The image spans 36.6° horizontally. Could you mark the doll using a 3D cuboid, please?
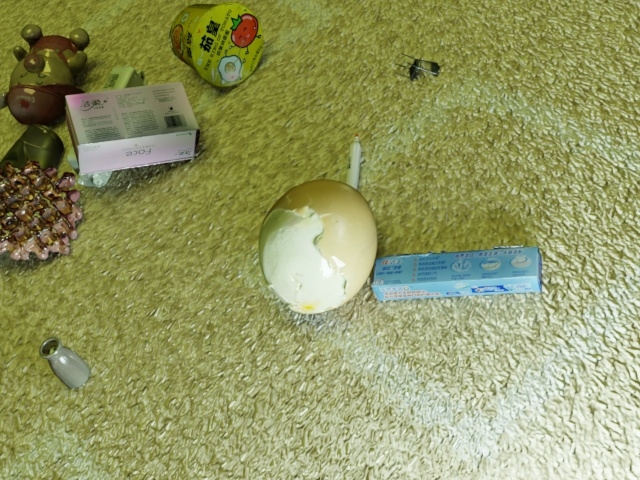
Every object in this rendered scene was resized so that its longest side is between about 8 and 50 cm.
[{"bbox_3d":[-0.639,-0.386,2.256,0.196,0.152,0.256,-13,51,30],"label":"doll"}]

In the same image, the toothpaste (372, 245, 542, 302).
[{"bbox_3d":[0.223,0.056,1.586,0.272,0.053,0.066,-4,54,18],"label":"toothpaste"}]

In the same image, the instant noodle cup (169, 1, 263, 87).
[{"bbox_3d":[-0.238,-0.441,2.129,0.182,0.182,0.144,-43,39,-15],"label":"instant noodle cup"}]

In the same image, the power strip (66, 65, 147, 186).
[{"bbox_3d":[-0.459,-0.243,2.092,0.058,0.098,0.338,1,52,20],"label":"power strip"}]

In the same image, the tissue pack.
[{"bbox_3d":[-0.386,-0.234,1.982,0.246,0.092,0.149,-10,56,-19],"label":"tissue pack"}]

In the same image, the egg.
[{"bbox_3d":[0.000,0.000,1.627,0.201,0.201,0.244,4,39,25],"label":"egg"}]

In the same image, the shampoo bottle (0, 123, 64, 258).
[{"bbox_3d":[-0.661,-0.102,2.066,0.125,0.084,0.350,9,55,16],"label":"shampoo bottle"}]

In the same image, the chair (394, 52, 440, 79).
[{"bbox_3d":[0.194,-0.347,1.957,0.086,0.042,0.037,13,50,-12],"label":"chair"}]

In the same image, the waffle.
[{"bbox_3d":[-0.598,-0.064,1.973,0.221,0.055,0.234,3,61,-12],"label":"waffle"}]

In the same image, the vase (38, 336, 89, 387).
[{"bbox_3d":[-0.450,0.213,1.696,0.053,0.101,0.053,-12,48,14],"label":"vase"}]

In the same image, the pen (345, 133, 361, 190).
[{"bbox_3d":[0.060,-0.124,1.823,0.026,0.026,0.218,-7,49,17],"label":"pen"}]
